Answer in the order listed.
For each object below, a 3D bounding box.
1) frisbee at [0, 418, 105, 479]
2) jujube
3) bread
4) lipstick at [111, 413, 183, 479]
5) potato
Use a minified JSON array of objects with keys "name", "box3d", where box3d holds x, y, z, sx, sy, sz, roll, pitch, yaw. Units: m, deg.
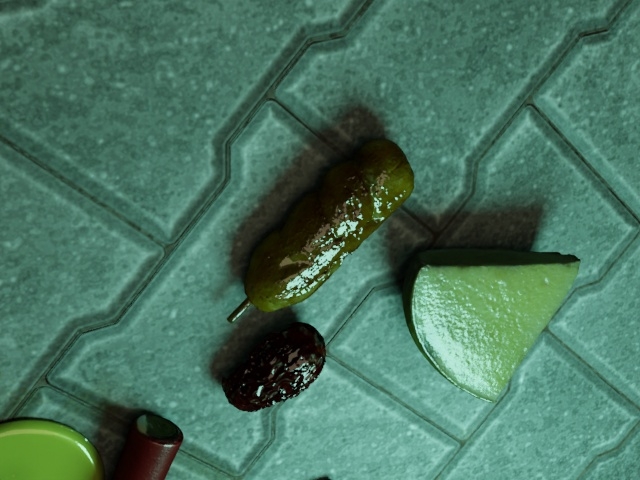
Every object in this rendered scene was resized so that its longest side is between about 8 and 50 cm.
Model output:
[{"name":"frisbee","box3d":[-0.424,0.356,1.117,0.236,0.017,0.236,-8,113,-19]},{"name":"jujube","box3d":[-0.062,0.193,1.165,0.166,0.104,0.104,-40,121,11]},{"name":"bread","box3d":[-0.001,0.000,1.114,0.344,0.084,0.124,-45,120,0]},{"name":"lipstick","box3d":[-0.275,0.370,1.150,0.080,0.080,0.241,17,103,-27]},{"name":"potato","box3d":[0.227,0.081,1.229,0.255,0.112,0.269,28,95,-25]}]
